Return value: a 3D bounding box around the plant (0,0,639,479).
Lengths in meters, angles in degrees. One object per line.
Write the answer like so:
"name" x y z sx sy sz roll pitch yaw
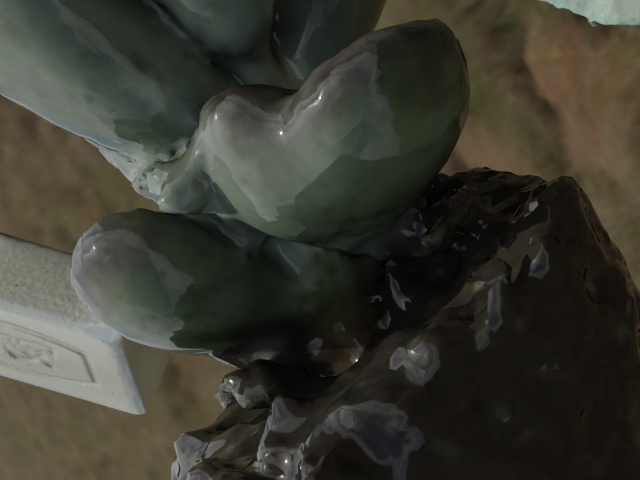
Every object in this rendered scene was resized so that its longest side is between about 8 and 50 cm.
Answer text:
"plant" -0.001 0.002 0.505 0.149 0.146 0.275 -5 117 59

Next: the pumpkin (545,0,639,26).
"pumpkin" 0.280 -0.259 1.179 0.293 0.197 0.263 31 116 55

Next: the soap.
"soap" -0.207 0.053 1.317 0.183 0.064 0.121 14 149 15
